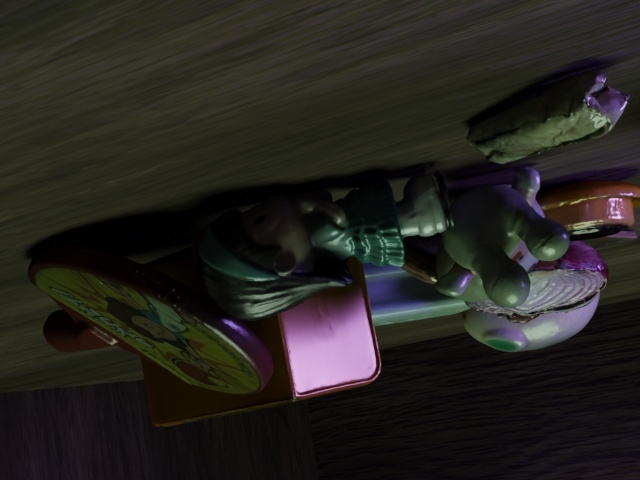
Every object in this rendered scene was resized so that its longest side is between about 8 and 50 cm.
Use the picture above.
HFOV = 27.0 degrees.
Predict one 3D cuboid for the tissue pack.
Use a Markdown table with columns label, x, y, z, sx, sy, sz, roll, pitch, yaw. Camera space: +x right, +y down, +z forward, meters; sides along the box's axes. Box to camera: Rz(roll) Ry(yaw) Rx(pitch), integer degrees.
| label | x | y | z | sx | sy | sz | roll | pitch | yaw |
| --- | --- | --- | --- | --- | --- | --- | --- | --- | --- |
| tissue pack | -0.081 | 0.101 | 1.540 | 0.145 | 0.194 | 0.274 | -2 | 170 | -41 |

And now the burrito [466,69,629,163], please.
| label | x | y | z | sx | sy | sz | roll | pitch | yaw |
| --- | --- | --- | --- | --- | --- | --- | --- | --- | --- |
| burrito | 0.170 | -0.090 | 1.024 | 0.058 | 0.045 | 0.188 | 21 | 163 | -20 |

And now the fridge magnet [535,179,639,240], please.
| label | x | y | z | sx | sy | sz | roll | pitch | yaw |
| --- | --- | --- | --- | --- | --- | --- | --- | --- | --- |
| fridge magnet | 0.294 | -0.033 | 1.491 | 0.143 | 0.063 | 0.143 | -6 | 173 | -1 |

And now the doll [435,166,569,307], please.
| label | x | y | z | sx | sy | sz | roll | pitch | yaw |
| --- | --- | --- | --- | --- | --- | --- | --- | --- | --- |
| doll | 0.177 | -0.004 | 1.374 | 0.155 | 0.113 | 0.275 | -52 | 179 | 2 |

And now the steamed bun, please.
| label | x | y | z | sx | sy | sz | roll | pitch | yaw |
| --- | --- | --- | --- | --- | --- | --- | --- | --- | --- |
| steamed bun | 0.339 | 0.110 | 2.136 | 0.228 | 0.130 | 0.177 | -20 | 168 | 15 |

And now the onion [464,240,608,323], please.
| label | x | y | z | sx | sy | sz | roll | pitch | yaw |
| --- | --- | --- | --- | --- | --- | --- | --- | --- | --- |
| onion | 0.294 | 0.044 | 1.884 | 0.206 | 0.098 | 0.151 | -2 | 146 | -6 |

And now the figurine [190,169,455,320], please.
| label | x | y | z | sx | sy | sz | roll | pitch | yaw |
| --- | --- | --- | --- | --- | --- | --- | --- | --- | --- |
| figurine | 0.000 | 0.000 | 1.259 | 0.246 | 0.110 | 0.138 | -16 | -176 | -4 |

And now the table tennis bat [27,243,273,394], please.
| label | x | y | z | sx | sy | sz | roll | pitch | yaw |
| --- | --- | --- | --- | --- | --- | --- | --- | --- | --- |
| table tennis bat | -0.202 | 0.087 | 1.417 | 0.268 | 0.051 | 0.415 | 36 | 158 | -23 |

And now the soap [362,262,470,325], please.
| label | x | y | z | sx | sy | sz | roll | pitch | yaw |
| --- | --- | --- | --- | --- | --- | --- | --- | --- | --- |
| soap | 0.089 | 0.079 | 1.959 | 0.265 | 0.087 | 0.160 | -7 | 171 | -17 |

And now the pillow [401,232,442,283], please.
| label | x | y | z | sx | sy | sz | roll | pitch | yaw |
| --- | --- | --- | --- | --- | --- | --- | --- | --- | --- |
| pillow | 0.143 | 0.016 | 1.553 | 0.135 | 0.034 | 0.211 | 37 | -159 | 32 |

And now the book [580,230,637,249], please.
| label | x | y | z | sx | sy | sz | roll | pitch | yaw |
| --- | --- | --- | --- | --- | --- | --- | --- | --- | --- |
| book | 0.382 | 0.003 | 2.020 | 0.138 | 0.016 | 0.199 | -14 | 171 | 31 |
